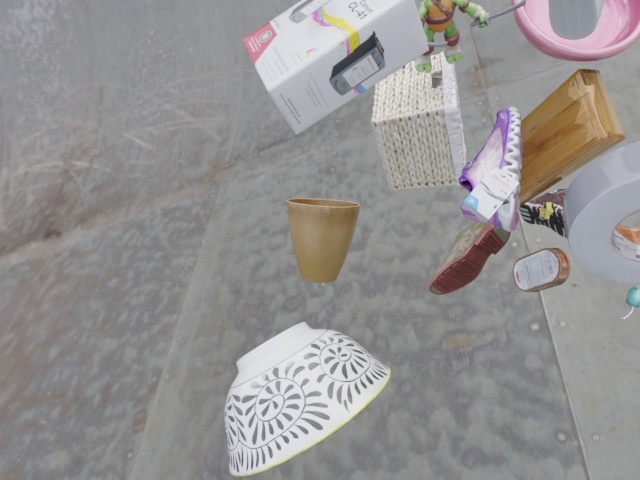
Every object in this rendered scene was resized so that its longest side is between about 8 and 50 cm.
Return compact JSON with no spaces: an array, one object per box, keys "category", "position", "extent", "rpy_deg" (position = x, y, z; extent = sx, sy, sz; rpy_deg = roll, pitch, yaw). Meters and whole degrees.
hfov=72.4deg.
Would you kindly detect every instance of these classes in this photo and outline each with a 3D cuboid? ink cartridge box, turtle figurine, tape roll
[{"category":"ink cartridge box","position":[0.021,-0.391,0.877],"extent":[0.306,0.131,0.226],"rpy_deg":[-32,50,9]},{"category":"turtle figurine","position":[0.334,-0.536,1.153],"extent":[0.274,0.266,0.198],"rpy_deg":[40,86,17]},{"category":"ink cartridge box","position":[0.269,-0.076,0.686],"extent":[0.048,0.028,0.083],"rpy_deg":[40,90,16]},{"category":"tape roll","position":[0.461,-0.033,0.603],"extent":[0.219,0.219,0.072],"rpy_deg":[-8,43,28]}]

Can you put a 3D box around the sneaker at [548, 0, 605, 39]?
[{"category":"sneaker","position":[0.425,-0.497,0.694],"extent":[0.108,0.292,0.169],"rpy_deg":[20,74,34]}]

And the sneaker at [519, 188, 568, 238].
[{"category":"sneaker","position":[0.779,-0.104,1.383],"extent":[0.162,0.106,0.281],"rpy_deg":[-30,26,-6]}]

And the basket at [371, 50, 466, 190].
[{"category":"basket","position":[0.335,-0.386,1.454],"extent":[0.266,0.331,0.328],"rpy_deg":[-5,50,19]}]

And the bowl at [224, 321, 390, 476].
[{"category":"bowl","position":[-0.027,0.129,0.408],"extent":[0.170,0.170,0.080],"rpy_deg":[-31,85,7]}]

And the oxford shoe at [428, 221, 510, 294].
[{"category":"oxford shoe","position":[0.507,0.050,1.541],"extent":[0.348,0.123,0.130],"rpy_deg":[-48,27,21]}]

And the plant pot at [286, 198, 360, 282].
[{"category":"plant pot","position":[0.000,0.000,1.421],"extent":[0.237,0.237,0.255],"rpy_deg":[14,104,40]}]

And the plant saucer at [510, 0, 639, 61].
[{"category":"plant saucer","position":[0.638,-0.586,1.100],"extent":[0.332,0.084,0.332],"rpy_deg":[0,77,0]}]

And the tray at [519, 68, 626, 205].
[{"category":"tray","position":[0.639,-0.267,1.254],"extent":[0.076,0.411,0.203],"rpy_deg":[-3,71,-14]}]

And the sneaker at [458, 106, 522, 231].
[{"category":"sneaker","position":[0.303,-0.132,0.782],"extent":[0.104,0.095,0.237],"rpy_deg":[3,70,30]}]

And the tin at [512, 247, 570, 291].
[{"category":"tin","position":[0.619,0.084,1.239],"extent":[0.040,0.190,0.106],"rpy_deg":[5,69,-15]}]

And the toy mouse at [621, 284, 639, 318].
[{"category":"toy mouse","position":[0.843,0.165,1.117],"extent":[0.143,0.031,0.161],"rpy_deg":[-26,64,9]}]

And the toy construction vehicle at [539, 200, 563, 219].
[{"category":"toy construction vehicle","position":[0.626,-0.073,1.158],"extent":[0.085,0.098,0.035],"rpy_deg":[-1,74,14]}]
